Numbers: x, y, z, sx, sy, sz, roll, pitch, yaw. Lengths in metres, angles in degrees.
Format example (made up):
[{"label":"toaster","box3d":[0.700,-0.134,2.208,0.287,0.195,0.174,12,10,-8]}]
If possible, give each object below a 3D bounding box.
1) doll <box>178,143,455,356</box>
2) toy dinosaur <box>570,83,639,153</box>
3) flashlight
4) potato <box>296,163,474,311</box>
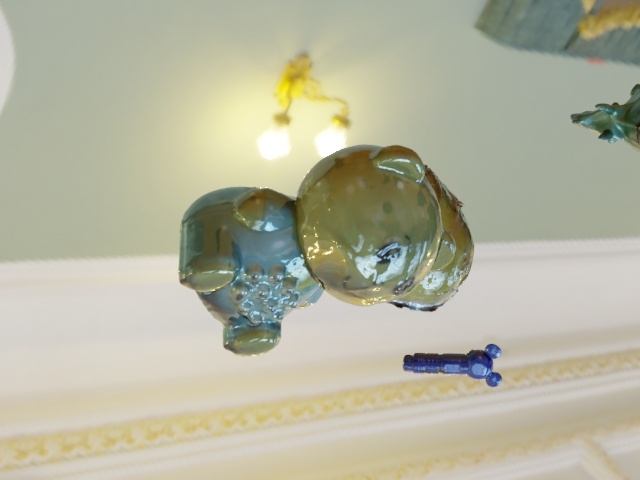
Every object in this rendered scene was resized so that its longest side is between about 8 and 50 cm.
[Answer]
[{"label":"doll","box3d":[0.000,0.000,1.213,0.260,0.177,0.162,-16,-138,13]},{"label":"toy dinosaur","box3d":[0.405,-0.120,1.203,0.291,0.079,0.120,0,-170,4]},{"label":"flashlight","box3d":[0.162,0.152,1.448,0.121,0.057,0.035,0,-162,12]},{"label":"potato","box3d":[0.126,-0.036,1.793,0.299,0.196,0.246,7,-147,-31]}]
